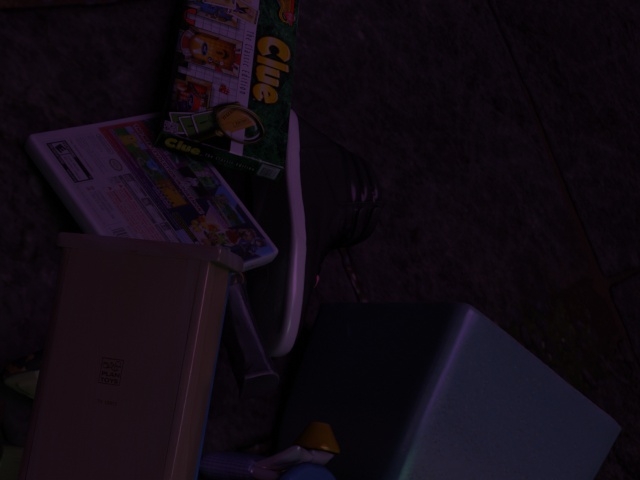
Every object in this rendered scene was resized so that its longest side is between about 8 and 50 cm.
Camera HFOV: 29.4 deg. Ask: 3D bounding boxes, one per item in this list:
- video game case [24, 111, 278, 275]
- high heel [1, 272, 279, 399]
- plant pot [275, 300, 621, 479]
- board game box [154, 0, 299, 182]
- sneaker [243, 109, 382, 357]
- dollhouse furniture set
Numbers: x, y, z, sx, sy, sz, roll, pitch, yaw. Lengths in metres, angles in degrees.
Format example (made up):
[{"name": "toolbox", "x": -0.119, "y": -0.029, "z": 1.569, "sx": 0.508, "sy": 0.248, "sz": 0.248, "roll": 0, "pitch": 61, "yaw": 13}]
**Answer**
[{"name": "video game case", "x": -0.162, "y": -0.038, "z": 1.188, "sx": 0.183, "sy": 0.023, "sz": 0.201, "roll": -18, "pitch": 63, "yaw": -47}, {"name": "high heel", "x": -0.182, "y": 0.075, "z": 1.151, "sx": 0.261, "sy": 0.093, "sz": 0.186, "roll": 1, "pitch": 44, "yaw": -28}, {"name": "plant pot", "x": 0.099, "y": 0.231, "z": 1.218, "sx": 0.248, "sy": 0.247, "sz": 0.252, "roll": 38, "pitch": 67, "yaw": -27}, {"name": "board game box", "x": -0.095, "y": -0.185, "z": 1.311, "sx": 0.136, "sy": 0.030, "sz": 0.259, "roll": 17, "pitch": 50, "yaw": -18}, {"name": "sneaker", "x": 0.000, "y": 0.000, "z": 1.316, "sx": 0.147, "sy": 0.105, "sz": 0.295, "roll": 21, "pitch": 53, "yaw": -31}, {"name": "dollhouse furniture set", "x": -0.144, "y": 0.125, "z": 1.025, "sx": 0.303, "sy": 0.287, "sz": 0.198, "roll": 36, "pitch": 62, "yaw": -67}]
